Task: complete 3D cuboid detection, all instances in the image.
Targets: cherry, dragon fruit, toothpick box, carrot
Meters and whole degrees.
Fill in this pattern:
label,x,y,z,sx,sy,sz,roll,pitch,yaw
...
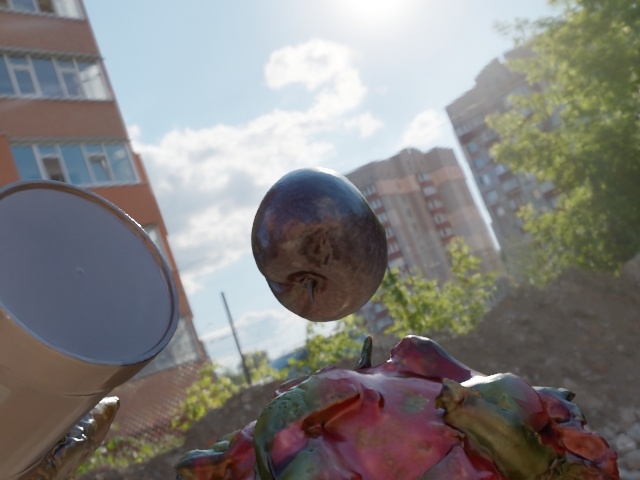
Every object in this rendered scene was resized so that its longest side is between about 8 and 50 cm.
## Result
label,x,y,z,sx,sy,sz,roll,pitch,yaw
cherry,0.002,0.001,0.888,0.140,0.176,0.176,-16,-7,22
dragon fruit,0.050,0.194,0.559,0.303,0.231,0.237,-9,8,-1
toothpick box,-0.147,0.054,0.377,0.149,0.098,0.098,-41,-19,29
carrot,-0.277,0.201,0.752,0.102,0.101,0.263,-26,-1,30
